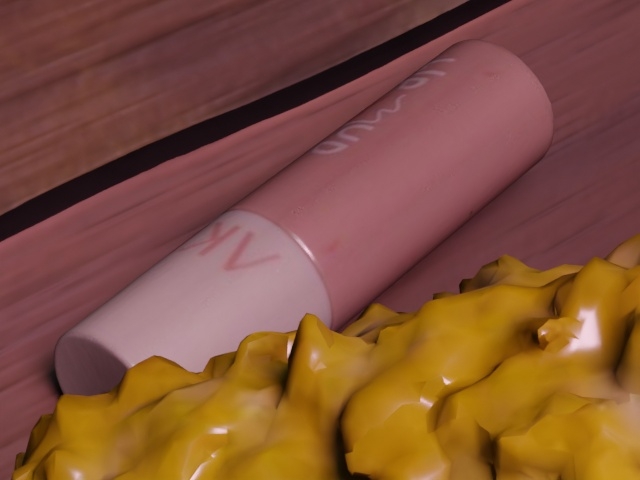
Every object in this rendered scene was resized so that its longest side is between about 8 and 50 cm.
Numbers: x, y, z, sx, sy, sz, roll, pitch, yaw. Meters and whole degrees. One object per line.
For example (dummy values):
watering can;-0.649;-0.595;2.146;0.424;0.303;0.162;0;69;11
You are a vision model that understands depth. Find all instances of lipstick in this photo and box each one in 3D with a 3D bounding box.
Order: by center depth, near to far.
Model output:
lipstick;0.000;0.000;0.799;0.070;0.070;0.254;47;56;7

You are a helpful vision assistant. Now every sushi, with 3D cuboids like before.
sushi;0.089;0.210;0.525;0.240;0.396;0.351;-21;63;15
